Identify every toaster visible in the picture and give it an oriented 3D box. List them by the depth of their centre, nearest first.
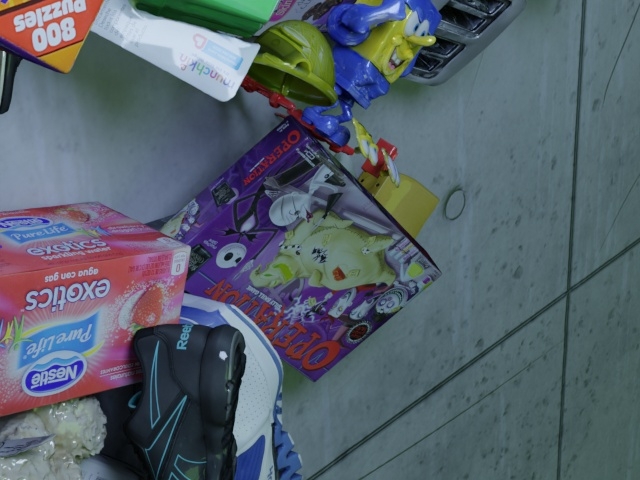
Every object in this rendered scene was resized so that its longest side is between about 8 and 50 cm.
[{"bbox_3d":[0.125,-0.276,1.539,0.185,0.110,0.168,8,140,-48],"label":"toaster"}]

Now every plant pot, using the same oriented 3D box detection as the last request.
[{"bbox_3d":[0.083,-0.050,1.687,0.083,0.081,0.081,43,74,-38],"label":"plant pot"}]

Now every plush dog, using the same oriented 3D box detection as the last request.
[{"bbox_3d":[-0.277,0.294,1.254,0.262,0.210,0.225,-34,113,-7],"label":"plush dog"}]

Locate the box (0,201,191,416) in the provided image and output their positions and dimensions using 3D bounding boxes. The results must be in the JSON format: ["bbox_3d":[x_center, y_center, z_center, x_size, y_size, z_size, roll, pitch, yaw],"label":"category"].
[{"bbox_3d":[-0.287,0.062,1.244,0.300,0.154,0.142,-10,117,-49],"label":"box"}]

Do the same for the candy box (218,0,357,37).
[{"bbox_3d":[-0.014,-0.285,1.381,0.196,0.070,0.165,-12,160,-46],"label":"candy box"}]

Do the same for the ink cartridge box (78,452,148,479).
[{"bbox_3d":[-0.263,0.309,1.445,0.218,0.092,0.159,37,79,-50],"label":"ink cartridge box"}]

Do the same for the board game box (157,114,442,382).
[{"bbox_3d":[-0.018,0.022,1.471,0.208,0.056,0.347,-38,143,9],"label":"board game box"}]

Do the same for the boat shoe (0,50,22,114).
[{"bbox_3d":[-0.283,-0.177,1.206,0.042,0.049,0.133,-2,106,-41],"label":"boat shoe"}]

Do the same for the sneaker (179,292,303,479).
[{"bbox_3d":[-0.123,0.220,1.412,0.182,0.127,0.316,-52,139,-39],"label":"sneaker"}]

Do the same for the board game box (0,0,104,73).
[{"bbox_3d":[-0.306,-0.370,0.829,0.356,0.356,0.356,28,86,-52],"label":"board game box"}]

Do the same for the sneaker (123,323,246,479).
[{"bbox_3d":[-0.134,0.196,1.299,0.101,0.106,0.268,-70,167,-68],"label":"sneaker"}]

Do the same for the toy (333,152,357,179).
[{"bbox_3d":[0.000,0.000,1.627,0.137,0.056,0.237,-56,147,-26],"label":"toy"}]

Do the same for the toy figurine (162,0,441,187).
[{"bbox_3d":[0.024,-0.222,1.357,0.217,0.191,0.362,-57,156,-1],"label":"toy figurine"}]

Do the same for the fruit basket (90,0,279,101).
[{"bbox_3d":[-0.161,-0.337,1.126,0.327,0.353,0.165,-65,-175,-4],"label":"fruit basket"}]

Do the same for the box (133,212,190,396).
[{"bbox_3d":[-0.127,0.074,1.514,0.183,0.056,0.231,-20,123,-44],"label":"box"}]
